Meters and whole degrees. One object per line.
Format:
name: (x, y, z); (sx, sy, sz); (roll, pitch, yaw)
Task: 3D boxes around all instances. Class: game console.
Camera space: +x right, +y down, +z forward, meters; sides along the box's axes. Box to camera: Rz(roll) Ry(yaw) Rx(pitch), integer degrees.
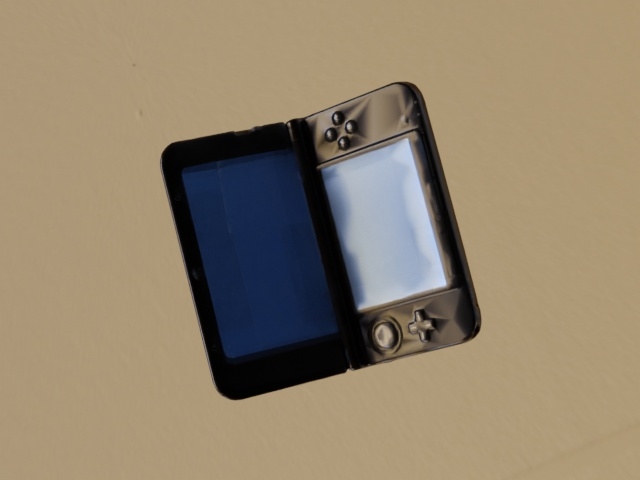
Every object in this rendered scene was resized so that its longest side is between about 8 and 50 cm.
game console: (0.000, 0.000, 0.663); (0.107, 0.071, 0.122); (-17, -95, 37)
